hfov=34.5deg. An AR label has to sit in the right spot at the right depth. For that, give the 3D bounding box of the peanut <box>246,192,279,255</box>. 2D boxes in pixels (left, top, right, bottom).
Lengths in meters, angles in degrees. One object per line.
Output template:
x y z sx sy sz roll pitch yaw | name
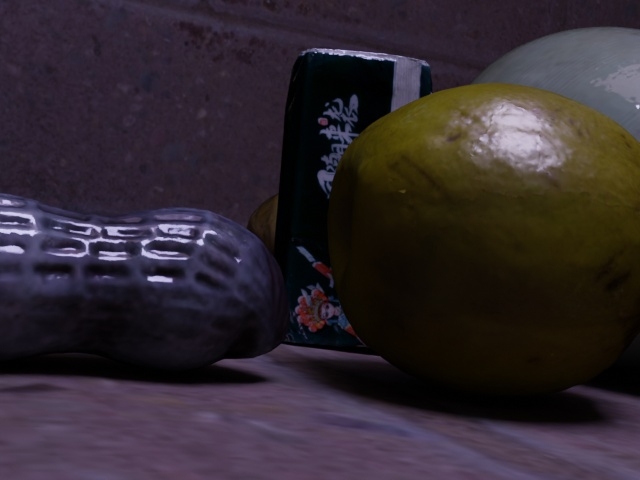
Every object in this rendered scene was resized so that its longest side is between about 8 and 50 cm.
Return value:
0.000 0.000 0.883 0.120 0.110 0.236 21 4 2 | peanut

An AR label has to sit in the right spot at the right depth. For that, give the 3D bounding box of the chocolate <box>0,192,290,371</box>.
-0.090 0.018 0.424 0.167 0.072 0.072 4 3 -25 | chocolate

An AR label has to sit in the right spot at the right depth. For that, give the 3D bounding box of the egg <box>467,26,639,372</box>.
0.189 -0.022 0.652 0.218 0.218 0.295 7 15 -20 | egg

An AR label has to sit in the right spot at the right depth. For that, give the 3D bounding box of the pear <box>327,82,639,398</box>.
0.083 0.002 0.480 0.162 0.148 0.149 10 1 -3 | pear

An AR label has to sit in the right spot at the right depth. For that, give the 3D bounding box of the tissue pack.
0.018 -0.023 0.627 0.090 0.170 0.103 7 0 1 | tissue pack
